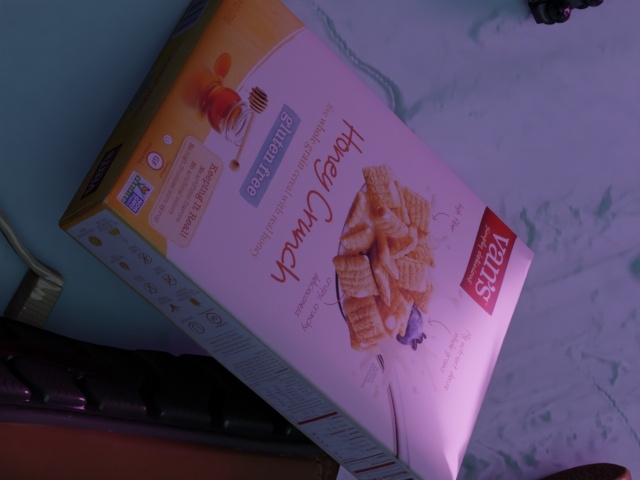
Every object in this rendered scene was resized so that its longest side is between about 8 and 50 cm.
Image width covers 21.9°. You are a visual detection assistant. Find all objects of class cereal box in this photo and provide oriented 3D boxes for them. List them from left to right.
[{"bbox_3d":[0.000,0.000,0.848,0.240,0.047,0.173,42,51,-22],"label":"cereal box"}]

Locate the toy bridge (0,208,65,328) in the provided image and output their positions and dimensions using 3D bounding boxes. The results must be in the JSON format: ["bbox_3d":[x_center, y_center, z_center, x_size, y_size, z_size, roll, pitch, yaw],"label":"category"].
[{"bbox_3d":[-0.210,-0.021,0.826,0.188,0.026,0.063,30,91,-23],"label":"toy bridge"}]

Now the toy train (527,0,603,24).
[{"bbox_3d":[0.185,-0.167,0.933,0.158,0.027,0.036,-26,99,-11],"label":"toy train"}]

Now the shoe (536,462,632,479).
[{"bbox_3d":[0.086,0.182,0.950,0.219,0.076,0.058,-11,101,-19],"label":"shoe"}]

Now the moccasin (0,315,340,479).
[{"bbox_3d":[-0.172,0.107,0.806,0.380,0.139,0.147,13,109,-39],"label":"moccasin"}]
